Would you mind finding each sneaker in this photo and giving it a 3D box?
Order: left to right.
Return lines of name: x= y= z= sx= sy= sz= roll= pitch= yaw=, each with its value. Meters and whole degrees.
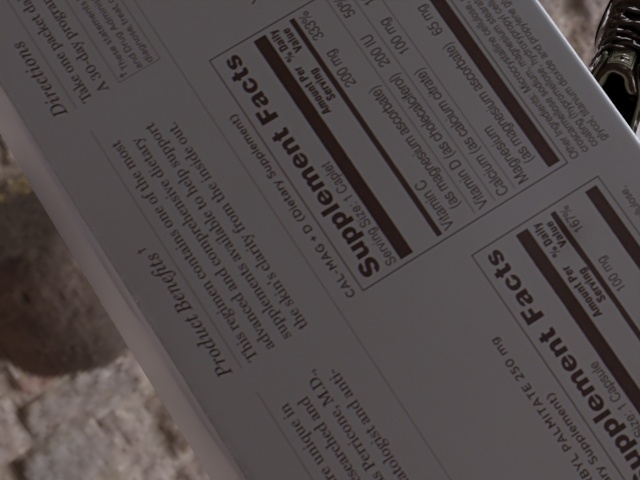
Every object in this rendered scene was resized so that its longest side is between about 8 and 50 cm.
sneaker: x=0.228 y=-0.125 z=0.992 sx=0.066 sy=0.188 sz=0.071 roll=12 pitch=-16 yaw=12

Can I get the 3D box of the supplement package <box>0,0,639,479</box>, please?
supplement package: x=0.000 y=0.000 z=0.458 sx=0.262 sy=0.145 sz=0.204 roll=57 pitch=-11 yaw=11
